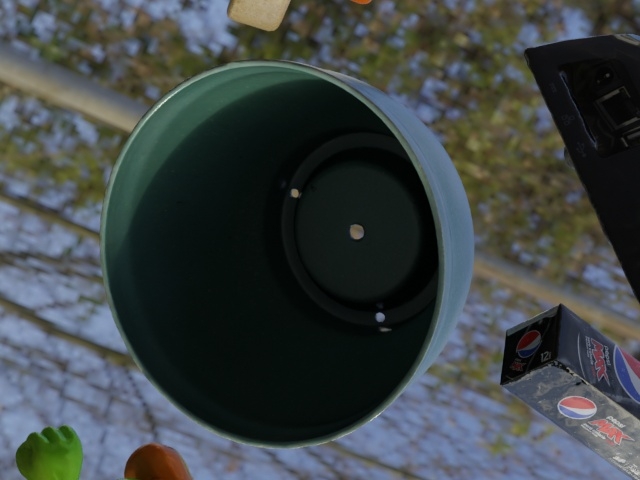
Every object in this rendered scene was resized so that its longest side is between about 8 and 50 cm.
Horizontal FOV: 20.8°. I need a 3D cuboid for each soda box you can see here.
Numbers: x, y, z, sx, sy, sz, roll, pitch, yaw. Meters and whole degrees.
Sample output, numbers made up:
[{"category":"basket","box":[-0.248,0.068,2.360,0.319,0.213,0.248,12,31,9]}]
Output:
[{"category":"soda box","box":[0.212,0.118,1.292,0.060,0.169,0.053,-31,-145,39]}]

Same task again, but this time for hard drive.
[{"category":"hard drive","box":[0.164,0.047,0.662,0.054,0.172,0.254,-28,-123,13]}]

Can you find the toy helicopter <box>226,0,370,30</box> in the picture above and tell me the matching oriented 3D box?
[{"category":"toy helicopter","box":[0.016,-0.284,0.990,0.235,0.140,0.355,-77,-172,-68]}]

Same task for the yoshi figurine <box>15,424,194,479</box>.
[{"category":"yoshi figurine","box":[-0.287,0.277,1.593,0.203,0.362,0.203,-9,-88,36]}]

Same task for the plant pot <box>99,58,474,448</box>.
[{"category":"plant pot","box":[0.000,0.000,1.382,0.293,0.196,0.293,4,-81,26]}]
